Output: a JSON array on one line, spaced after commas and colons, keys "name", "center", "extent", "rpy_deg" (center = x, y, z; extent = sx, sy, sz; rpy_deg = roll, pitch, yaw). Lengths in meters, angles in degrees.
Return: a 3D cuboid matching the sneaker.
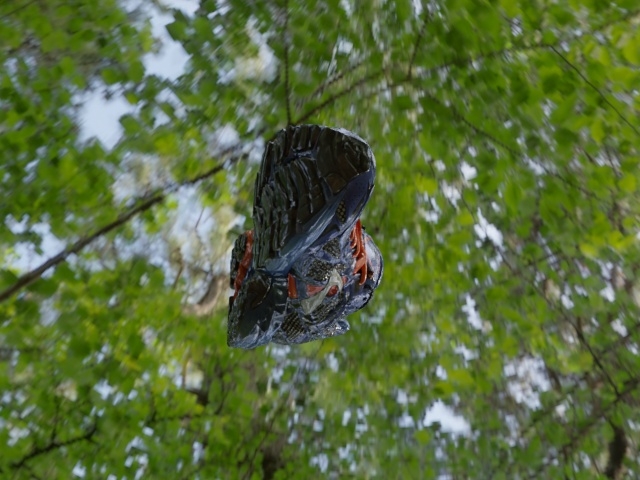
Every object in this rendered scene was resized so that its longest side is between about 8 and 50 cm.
[{"name": "sneaker", "center": [0.000, 0.000, 0.773], "extent": [0.087, 0.221, 0.083], "rpy_deg": [4, -116, -12]}]
